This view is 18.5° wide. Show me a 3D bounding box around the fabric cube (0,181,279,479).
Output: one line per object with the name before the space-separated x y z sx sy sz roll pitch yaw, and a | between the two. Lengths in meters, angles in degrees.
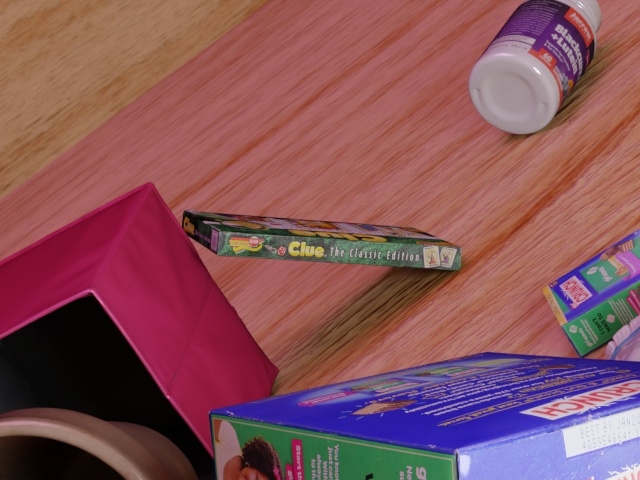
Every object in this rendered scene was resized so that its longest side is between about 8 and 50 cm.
fabric cube | -0.224 0.144 1.918 0.254 0.259 0.258 -28 17 18

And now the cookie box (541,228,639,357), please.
cookie box | 0.253 0.045 1.707 0.107 0.040 0.092 -32 19 6

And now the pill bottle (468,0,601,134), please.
pill bottle | 0.253 -0.215 2.252 0.108 0.108 0.193 -17 25 40

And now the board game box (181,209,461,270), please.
board game box | 0.000 0.000 2.008 0.259 0.030 0.136 4 11 -21

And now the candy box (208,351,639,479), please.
candy box | 0.114 0.159 1.370 0.268 0.122 0.317 -10 4 -31

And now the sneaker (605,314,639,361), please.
sneaker | 0.274 0.071 1.491 0.083 0.071 0.191 -76 5 -48

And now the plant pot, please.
plant pot | -0.199 0.254 1.679 0.263 0.263 0.229 -28 0 17
